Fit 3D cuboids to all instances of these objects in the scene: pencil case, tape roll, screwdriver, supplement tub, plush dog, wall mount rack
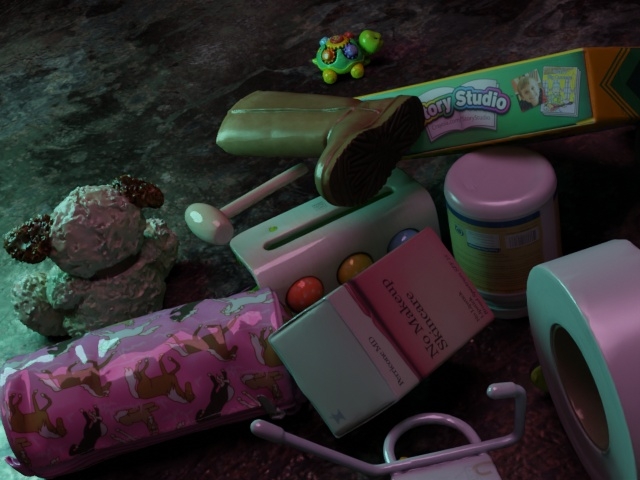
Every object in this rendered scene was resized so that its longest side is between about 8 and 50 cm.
[{"bbox_3d":[-0.210,0.181,1.578,0.386,0.160,0.167,-15,21,-2],"label":"pencil case"},{"bbox_3d":[0.325,0.146,1.362,0.100,0.286,0.286,-19,38,-6],"label":"tape roll"},{"bbox_3d":[-0.160,0.109,1.770,0.170,0.025,0.024,-33,42,-11],"label":"screwdriver"},{"bbox_3d":[0.243,-0.010,1.646,0.144,0.199,0.144,-8,38,6],"label":"supplement tub"},{"bbox_3d":[-0.304,0.028,1.734,0.262,0.225,0.210,-27,38,-18],"label":"plush dog"},{"bbox_3d":[0.102,0.270,1.280,0.304,0.130,0.350,-11,36,-9],"label":"wall mount rack"}]

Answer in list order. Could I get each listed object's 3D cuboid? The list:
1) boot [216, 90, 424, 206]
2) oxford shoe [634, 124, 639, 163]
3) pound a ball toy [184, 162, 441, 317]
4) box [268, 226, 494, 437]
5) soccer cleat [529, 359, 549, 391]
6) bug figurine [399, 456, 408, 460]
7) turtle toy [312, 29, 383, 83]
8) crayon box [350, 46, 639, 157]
[{"bbox_3d":[-0.026,-0.125,1.653,0.270,0.089,0.236,6,31,34],"label":"boot"},{"bbox_3d":[0.537,-0.116,1.791,0.133,0.130,0.363,-37,39,16],"label":"oxford shoe"},{"bbox_3d":[0.000,0.000,1.699,0.319,0.208,0.136,-25,38,-16],"label":"pound a ball toy"},{"bbox_3d":[0.078,0.107,1.516,0.127,0.148,0.232,-38,-4,43],"label":"box"},{"bbox_3d":[0.338,0.144,1.550,0.179,0.060,0.072,-13,28,-10],"label":"soccer cleat"},{"bbox_3d":[0.113,0.362,1.325,0.216,0.072,0.279,8,38,16],"label":"bug figurine"},{"bbox_3d":[0.049,-0.335,2.217,0.130,0.066,0.095,-12,38,2],"label":"turtle toy"},{"bbox_3d":[0.276,-0.186,1.743,0.363,0.106,0.313,-8,3,37],"label":"crayon box"}]
